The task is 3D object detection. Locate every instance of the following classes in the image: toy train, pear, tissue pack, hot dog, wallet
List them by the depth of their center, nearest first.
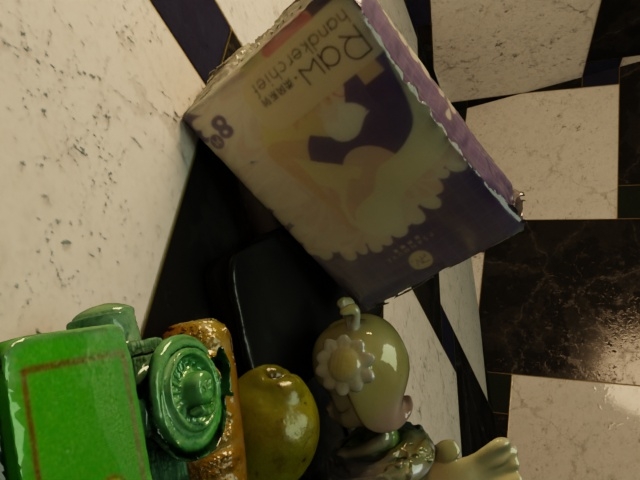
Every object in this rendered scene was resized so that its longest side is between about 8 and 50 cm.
[{"bbox_3d":[-0.143,0.162,0.394,0.188,0.132,0.243,-1,77,-65],"label":"toy train"},{"bbox_3d":[-0.102,0.211,0.549,0.068,0.083,0.289,8,70,-48],"label":"hot dog"},{"bbox_3d":[-0.055,0.189,0.625,0.107,0.107,0.132,16,84,-67],"label":"pear"},{"bbox_3d":[0.041,-0.102,0.739,0.344,0.242,0.125,47,32,-20],"label":"tissue pack"},{"bbox_3d":[-0.012,0.069,0.838,0.377,0.051,0.197,-25,103,-61],"label":"wallet"}]

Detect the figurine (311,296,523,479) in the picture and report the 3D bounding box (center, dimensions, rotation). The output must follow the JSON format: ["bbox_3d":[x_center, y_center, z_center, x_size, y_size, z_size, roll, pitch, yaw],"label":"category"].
[{"bbox_3d":[0.095,0.252,0.763,0.226,0.274,0.395,-105,180,-83],"label":"figurine"}]

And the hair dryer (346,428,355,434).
[{"bbox_3d":[0.065,0.298,0.991,0.155,0.044,0.183,-5,80,-72],"label":"hair dryer"}]
